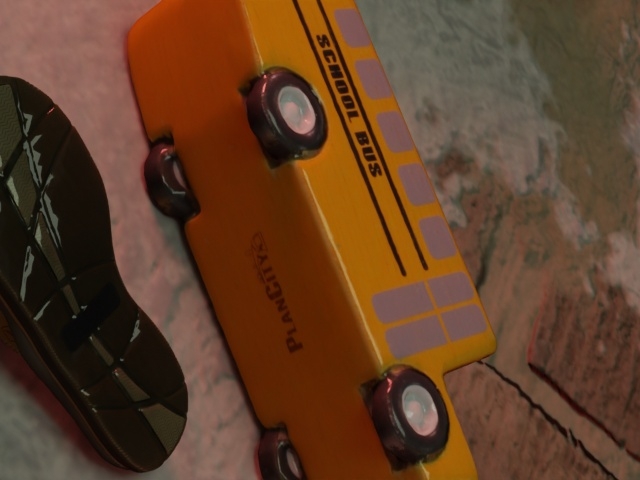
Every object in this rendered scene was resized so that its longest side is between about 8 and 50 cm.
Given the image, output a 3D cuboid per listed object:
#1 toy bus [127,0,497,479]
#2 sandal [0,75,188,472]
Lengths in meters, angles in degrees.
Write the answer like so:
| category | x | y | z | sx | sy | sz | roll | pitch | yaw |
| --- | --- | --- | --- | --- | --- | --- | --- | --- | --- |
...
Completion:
| category | x | y | z | sx | sy | sz | roll | pitch | yaw |
| --- | --- | --- | --- | --- | --- | --- | --- | --- | --- |
| toy bus | 0.000 | 0.000 | 1.008 | 0.130 | 0.108 | 0.333 | -14 | 79 | -50 |
| sandal | -0.139 | 0.023 | 0.898 | 0.090 | 0.060 | 0.219 | -47 | 119 | -41 |
